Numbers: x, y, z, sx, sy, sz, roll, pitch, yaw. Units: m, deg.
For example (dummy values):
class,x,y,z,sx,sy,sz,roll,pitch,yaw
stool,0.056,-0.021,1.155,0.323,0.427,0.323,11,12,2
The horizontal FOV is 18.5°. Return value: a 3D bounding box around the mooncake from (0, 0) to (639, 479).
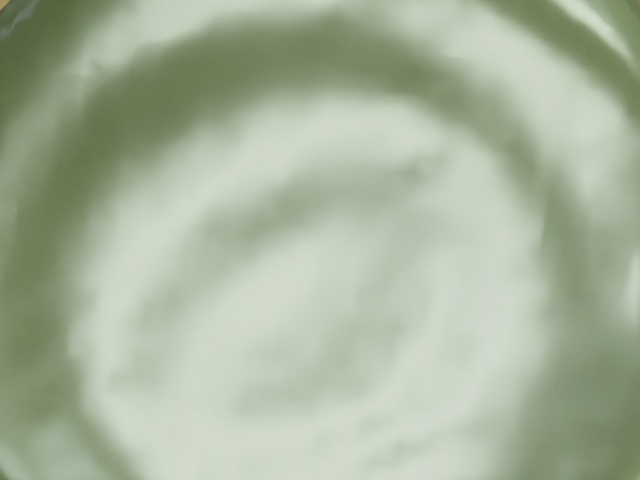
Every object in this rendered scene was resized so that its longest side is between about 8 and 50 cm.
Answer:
class,x,y,z,sx,sy,sz,roll,pitch,yaw
mooncake,0.000,0.000,0.640,0.275,0.135,0.275,1,107,5
